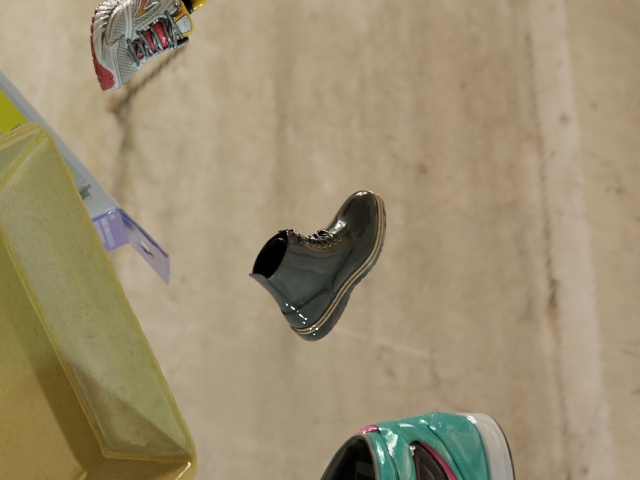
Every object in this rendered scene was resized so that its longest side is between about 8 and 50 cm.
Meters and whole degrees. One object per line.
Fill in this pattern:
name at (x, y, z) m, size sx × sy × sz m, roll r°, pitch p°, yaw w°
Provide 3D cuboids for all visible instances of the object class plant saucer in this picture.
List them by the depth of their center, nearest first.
plant saucer at (-0.249, 0.105, 1.214) m, size 0.081 × 0.333 × 0.332 m, roll -19°, pitch -80°, yaw 23°

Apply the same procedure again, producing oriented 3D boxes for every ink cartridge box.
ink cartridge box at (-0.287, -0.063, 1.733) m, size 0.072 × 0.307 × 0.303 m, roll -39°, pitch 178°, yaw -9°

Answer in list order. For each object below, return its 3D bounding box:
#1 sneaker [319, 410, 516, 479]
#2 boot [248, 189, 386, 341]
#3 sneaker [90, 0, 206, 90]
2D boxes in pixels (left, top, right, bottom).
sneaker at (0.066, 0.261, 1.171) m, size 0.124 × 0.178 × 0.295 m, roll -43°, pitch -134°, yaw 49°
boot at (0.000, 0.000, 1.831) m, size 0.077 × 0.137 × 0.197 m, roll 5°, pitch -120°, yaw 35°
sneaker at (-0.203, -0.256, 1.867) m, size 0.225 × 0.093 × 0.088 m, roll -65°, pitch 156°, yaw -43°
